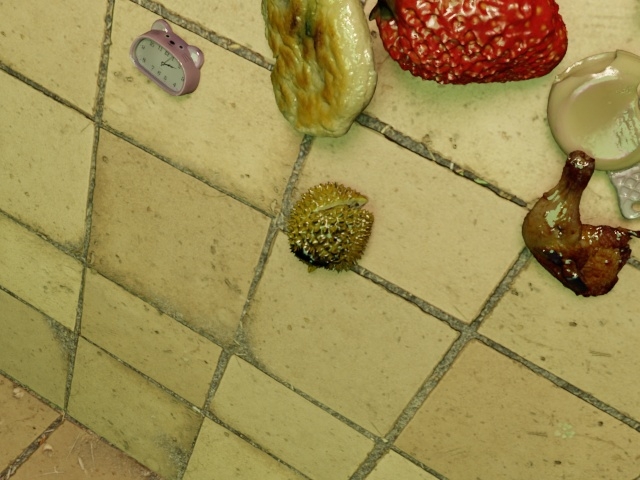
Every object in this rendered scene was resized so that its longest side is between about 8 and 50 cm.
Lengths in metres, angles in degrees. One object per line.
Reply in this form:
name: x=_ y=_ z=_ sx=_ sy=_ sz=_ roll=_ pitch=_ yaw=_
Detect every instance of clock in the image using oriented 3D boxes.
clock: x=-0.321 y=-0.380 z=1.179 sx=0.152 sy=0.050 sz=0.110 roll=39 pitch=127 yaw=0

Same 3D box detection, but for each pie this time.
pie: x=-0.020 y=-0.337 z=0.972 sx=0.337 sy=0.075 sz=0.338 roll=43 pitch=146 yaw=39

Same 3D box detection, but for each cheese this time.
cheese: x=0.480 y=-0.159 z=0.918 sx=0.163 sy=0.082 sz=0.286 roll=-21 pitch=111 yaw=35

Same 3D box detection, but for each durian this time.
durian: x=0.000 y=0.000 z=1.199 sx=0.193 sy=0.138 sz=0.237 roll=26 pitch=127 yaw=9

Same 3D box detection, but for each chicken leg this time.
chicken leg: x=0.448 y=-0.010 z=0.987 sx=0.177 sy=0.083 sz=0.322 roll=-27 pitch=121 yaw=33

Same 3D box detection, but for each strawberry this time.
strawberry: x=0.222 y=-0.326 z=0.832 sx=0.261 sy=0.261 sz=0.258 roll=-28 pitch=96 yaw=35
